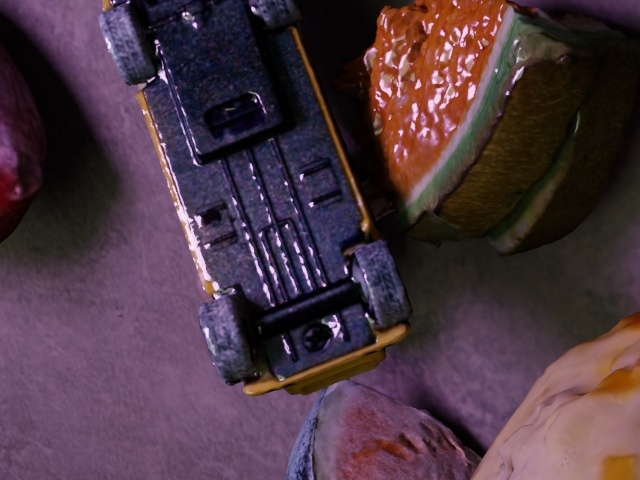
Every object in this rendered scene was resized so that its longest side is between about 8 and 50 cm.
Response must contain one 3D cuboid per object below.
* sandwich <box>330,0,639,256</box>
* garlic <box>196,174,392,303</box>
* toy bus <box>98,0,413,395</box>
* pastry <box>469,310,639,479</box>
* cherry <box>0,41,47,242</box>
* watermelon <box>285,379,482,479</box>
[{"bbox_3d":[0.101,-0.091,1.140,0.160,0.109,0.185,65,144,32],"label":"sandwich"},{"bbox_3d":[0.000,0.000,1.276,0.194,0.127,0.131,-20,93,30],"label":"garlic"},{"bbox_3d":[-0.045,-0.065,1.189,0.123,0.121,0.335,59,-171,-71],"label":"toy bus"},{"bbox_3d":[0.252,0.185,0.969,0.388,0.313,0.388,35,165,11],"label":"pastry"},{"bbox_3d":[-0.331,-0.084,1.473,0.300,0.203,0.230,22,90,22],"label":"cherry"},{"bbox_3d":[0.063,0.267,1.309,0.322,0.175,0.188,48,136,15],"label":"watermelon"}]
